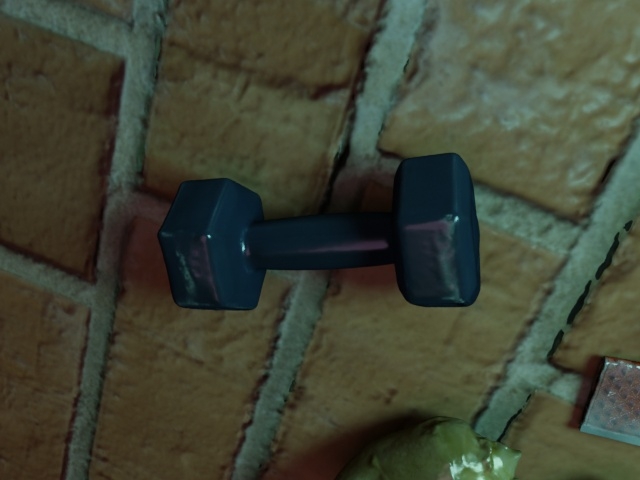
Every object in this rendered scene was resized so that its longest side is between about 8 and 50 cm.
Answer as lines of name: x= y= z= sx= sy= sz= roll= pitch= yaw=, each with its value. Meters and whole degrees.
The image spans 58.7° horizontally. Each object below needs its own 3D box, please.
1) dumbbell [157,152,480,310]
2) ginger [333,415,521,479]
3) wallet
dumbbell: x=0.000 y=0.001 z=0.585 sx=0.316 sy=0.143 sz=0.156 roll=-3 pitch=110 yaw=18
ginger: x=0.108 y=0.296 z=0.670 sx=0.267 sy=0.152 sz=0.138 roll=-33 pitch=101 yaw=6
wallet: x=0.392 y=0.186 z=0.607 sx=0.196 sy=0.020 sz=0.103 roll=10 pitch=114 yaw=13
